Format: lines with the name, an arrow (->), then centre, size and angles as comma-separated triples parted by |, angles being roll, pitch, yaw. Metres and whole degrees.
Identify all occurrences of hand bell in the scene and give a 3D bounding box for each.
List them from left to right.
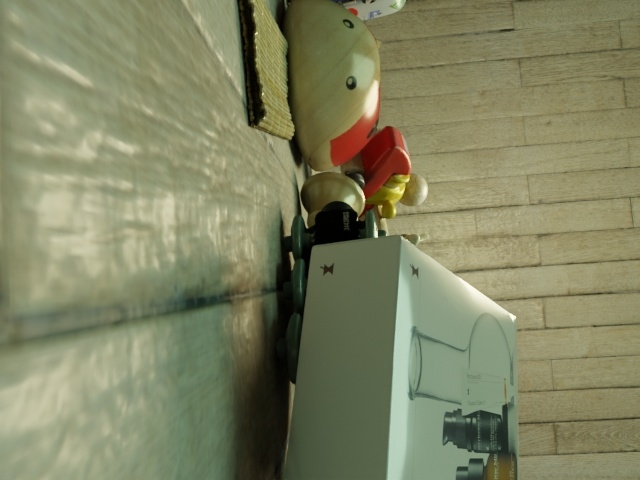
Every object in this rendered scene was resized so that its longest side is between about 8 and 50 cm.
hand bell -> 0.000, 0.000, 0.900 | 0.242, 0.126, 0.126 | -74, 163, -46

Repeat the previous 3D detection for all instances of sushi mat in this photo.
sushi mat -> -0.059, -0.206, 0.640 | 0.316, 0.019, 0.152 | -73, 158, -81

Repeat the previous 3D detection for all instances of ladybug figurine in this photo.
ladybug figurine -> 0.027, -0.290, 0.994 | 0.449, 0.161, 0.306 | -41, 127, -86

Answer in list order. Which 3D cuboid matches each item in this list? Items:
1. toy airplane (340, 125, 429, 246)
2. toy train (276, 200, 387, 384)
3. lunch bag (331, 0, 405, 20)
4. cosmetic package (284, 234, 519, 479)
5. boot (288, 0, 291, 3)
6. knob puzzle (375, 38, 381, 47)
toy airplane -> 0.141, -0.110, 1.339 | 0.384, 0.272, 0.387 | -129, -143, -70
toy train -> 0.028, 0.099, 0.667 | 0.334, 0.142, 0.190 | -90, 173, -48
lunch bag -> 0.043, -0.580, 1.035 | 0.115, 0.242, 0.304 | 66, 14, -78
cosmetic package -> 0.088, 0.220, 0.449 | 0.284, 0.097, 0.378 | 27, 62, -46
boot -> 0.002, -0.482, 0.861 | 0.197, 0.152, 0.073 | 78, 8, -69
knob puzzle -> 0.040, -0.472, 1.369 | 0.213, 0.212, 0.030 | 82, 5, -54
